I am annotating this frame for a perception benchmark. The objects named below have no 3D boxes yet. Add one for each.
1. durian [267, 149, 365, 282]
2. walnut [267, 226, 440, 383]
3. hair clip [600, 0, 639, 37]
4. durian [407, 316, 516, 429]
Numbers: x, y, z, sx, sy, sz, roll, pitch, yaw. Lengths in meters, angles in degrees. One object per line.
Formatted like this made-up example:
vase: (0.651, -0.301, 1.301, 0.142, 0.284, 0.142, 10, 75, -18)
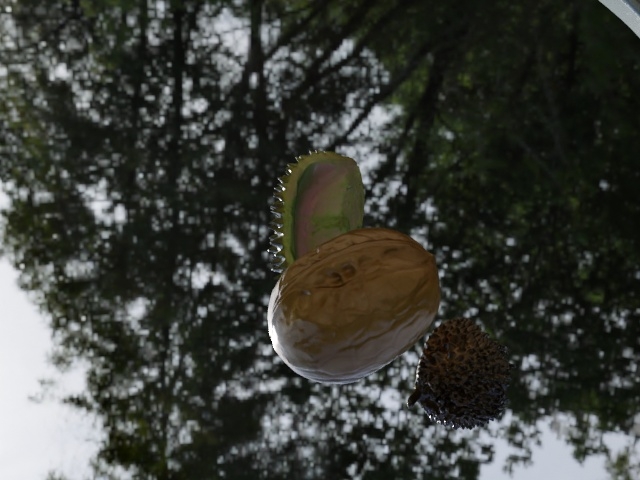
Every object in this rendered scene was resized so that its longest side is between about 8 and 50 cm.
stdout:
durian: (0.000, 0.000, 1.563, 0.169, 0.158, 0.351, -4, -114, 3)
walnut: (0.038, 0.070, 1.056, 0.207, 0.159, 0.159, -29, -158, 6)
hair clip: (0.132, -0.058, 0.359, 0.039, 0.115, 0.030, -14, 168, 16)
durian: (0.181, 0.178, 1.167, 0.188, 0.148, 0.091, -12, -160, -37)
